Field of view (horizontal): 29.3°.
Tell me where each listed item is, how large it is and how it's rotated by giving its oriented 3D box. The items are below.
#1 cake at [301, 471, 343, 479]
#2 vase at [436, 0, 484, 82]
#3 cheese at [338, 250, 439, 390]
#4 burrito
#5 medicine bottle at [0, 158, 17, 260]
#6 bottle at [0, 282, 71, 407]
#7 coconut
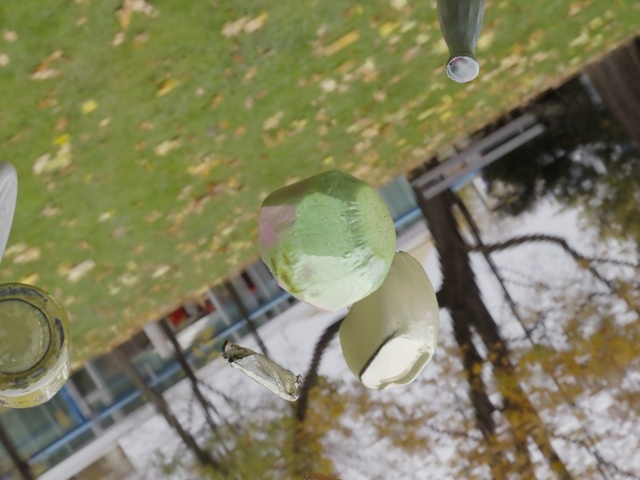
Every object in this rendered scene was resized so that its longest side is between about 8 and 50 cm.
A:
[{"bbox_3d":[-0.004,0.479,2.222,0.287,0.135,0.098,29,80,-72],"label":"cake"},{"bbox_3d":[0.248,-0.363,2.144,0.086,0.086,0.214,-29,-144,29],"label":"vase"},{"bbox_3d":[0.128,0.152,2.362,0.127,0.233,0.266,4,138,-24],"label":"cheese"},{"bbox_3d":[-0.096,0.218,2.042,0.042,0.171,0.051,-29,-138,30],"label":"burrito"},{"bbox_3d":[-0.579,-0.046,1.558,0.208,0.339,0.208,-164,-90,-85],"label":"medicine bottle"},{"bbox_3d":[-0.480,0.188,1.957,0.171,0.171,0.351,-33,172,-16],"label":"bottle"},{"bbox_3d":[0.000,0.000,1.958,0.236,0.236,0.205,-28,-149,37],"label":"coconut"}]
